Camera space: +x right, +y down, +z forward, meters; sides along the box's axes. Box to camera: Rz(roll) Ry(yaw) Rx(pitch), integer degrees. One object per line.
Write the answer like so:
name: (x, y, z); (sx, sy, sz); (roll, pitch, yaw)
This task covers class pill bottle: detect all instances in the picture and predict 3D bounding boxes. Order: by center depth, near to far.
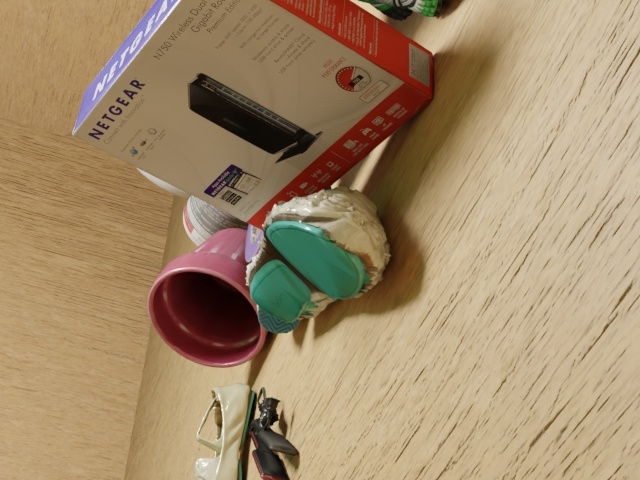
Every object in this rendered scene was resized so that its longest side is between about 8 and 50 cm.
pill bottle: (-0.129, -0.104, 1.840); (0.283, 0.161, 0.161); (123, 158, -48)

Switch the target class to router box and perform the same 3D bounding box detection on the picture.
router box: (-0.085, -0.174, 1.259); (0.335, 0.301, 0.082); (-39, 34, 42)

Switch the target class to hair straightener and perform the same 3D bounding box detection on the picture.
hair straightener: (-0.063, 0.254, 1.437); (0.230, 0.047, 0.089); (-133, 59, -80)

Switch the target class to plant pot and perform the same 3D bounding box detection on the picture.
plant pot: (-0.162, 0.080, 1.746); (0.180, 0.201, 0.201); (-66, 1, -54)

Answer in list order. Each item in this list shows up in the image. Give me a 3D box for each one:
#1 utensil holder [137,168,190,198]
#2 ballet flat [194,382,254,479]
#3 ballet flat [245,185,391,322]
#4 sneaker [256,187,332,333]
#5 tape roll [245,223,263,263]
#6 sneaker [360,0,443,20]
utensil holder: (-0.175, -0.312, 1.957); (0.385, 0.327, 0.328); (125, 157, -48)
ballet flat: (-0.157, 0.333, 1.635); (0.086, 0.086, 0.248); (121, 160, -49)
ballet flat: (0.000, 0.000, 1.274); (0.409, 0.147, 0.147); (145, 139, -70)
sneaker: (-0.043, 0.017, 1.517); (0.092, 0.087, 0.229); (-158, 86, -82)
tape roll: (-0.053, -0.046, 1.644); (0.189, 0.080, 0.189); (-165, 90, -77)
sneaker: (0.079, -0.346, 1.288); (0.343, 0.146, 0.134); (-169, 94, -77)
